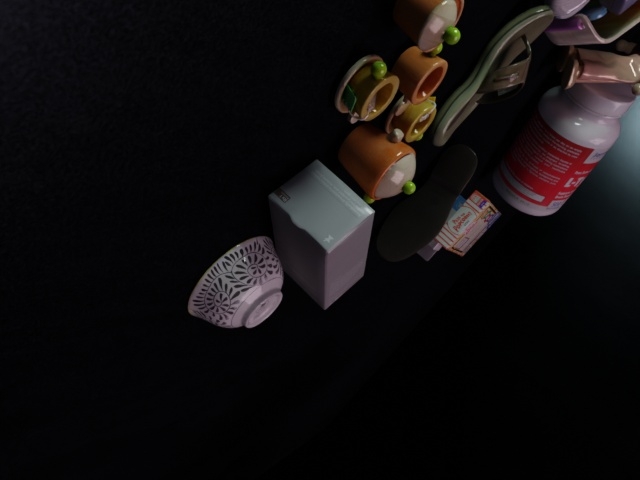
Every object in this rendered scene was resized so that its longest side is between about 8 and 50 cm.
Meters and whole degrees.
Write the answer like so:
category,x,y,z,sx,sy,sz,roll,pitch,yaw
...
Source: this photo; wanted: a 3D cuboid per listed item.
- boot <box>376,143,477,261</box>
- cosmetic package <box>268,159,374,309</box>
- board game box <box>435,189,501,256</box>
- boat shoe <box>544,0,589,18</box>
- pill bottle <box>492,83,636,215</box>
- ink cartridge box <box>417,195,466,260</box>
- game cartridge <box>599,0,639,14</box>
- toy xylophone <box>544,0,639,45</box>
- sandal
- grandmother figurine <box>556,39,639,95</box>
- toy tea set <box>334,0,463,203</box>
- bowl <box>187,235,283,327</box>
category,x,y,z,sx,sy,sz,roll,pitch,yaw
boot,0.246,-0.076,1.332,0.305,0.112,0.115,-52,172,8
cosmetic package,0.000,0.000,0.905,0.107,0.127,0.238,-39,162,-20
board game box,0.357,-0.036,1.404,0.146,0.045,0.193,-49,158,11
boat shoe,0.493,-0.497,0.997,0.258,0.095,0.084,-52,165,12
pill bottle,0.671,-0.277,1.631,0.229,0.229,0.407,-33,157,-36
ink cartridge box,0.284,-0.047,1.458,0.180,0.104,0.060,-50,161,10
game cartridge,0.618,-0.547,0.943,0.355,0.068,0.230,-40,153,-10
toy xylophone,0.594,-0.465,1.106,0.323,0.236,0.081,-40,117,-18
sandal,0.319,-0.285,1.068,0.302,0.086,0.120,-53,161,18
grandmother figurine,0.747,-0.405,1.389,0.104,0.343,0.207,97,0,-62
toy tea set,0.124,-0.180,0.800,0.200,0.124,0.336,-42,161,-12
bowl,-0.112,0.081,0.899,0.170,0.080,0.170,-40,160,-18
